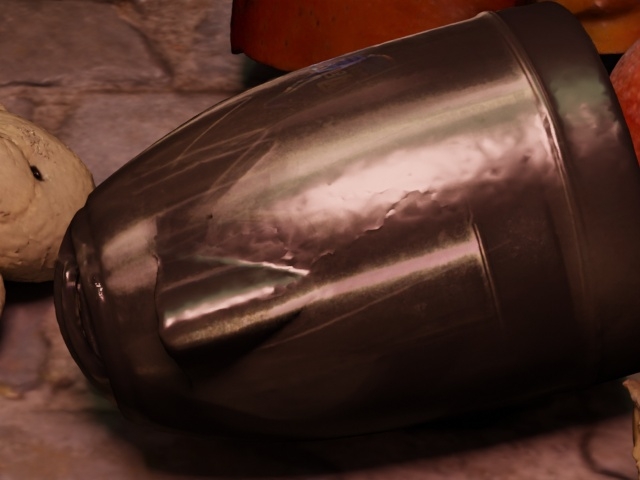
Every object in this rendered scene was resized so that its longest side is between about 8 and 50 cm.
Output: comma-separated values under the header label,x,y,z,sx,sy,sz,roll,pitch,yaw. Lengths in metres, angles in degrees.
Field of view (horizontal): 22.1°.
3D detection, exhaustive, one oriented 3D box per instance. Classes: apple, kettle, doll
label,x,y,z,sx,sy,sz,roll,pitch,yaw
apple,0.109,-0.208,1.209,0.329,0.295,0.365,-52,20,6
kettle,0.000,0.000,0.991,0.324,0.228,0.321,-15,12,-5
doll,-0.275,0.011,1.068,0.175,0.149,0.278,44,69,7

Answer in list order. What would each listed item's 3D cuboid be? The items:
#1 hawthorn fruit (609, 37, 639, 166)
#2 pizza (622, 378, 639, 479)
label,x,y,z,sx,sy,sz,roll,pitch,yaw
hawthorn fruit,0.259,-0.057,1.037,0.172,0.173,0.173,-4,39,4
pizza,0.240,0.118,0.899,0.188,0.081,0.204,11,26,-15
